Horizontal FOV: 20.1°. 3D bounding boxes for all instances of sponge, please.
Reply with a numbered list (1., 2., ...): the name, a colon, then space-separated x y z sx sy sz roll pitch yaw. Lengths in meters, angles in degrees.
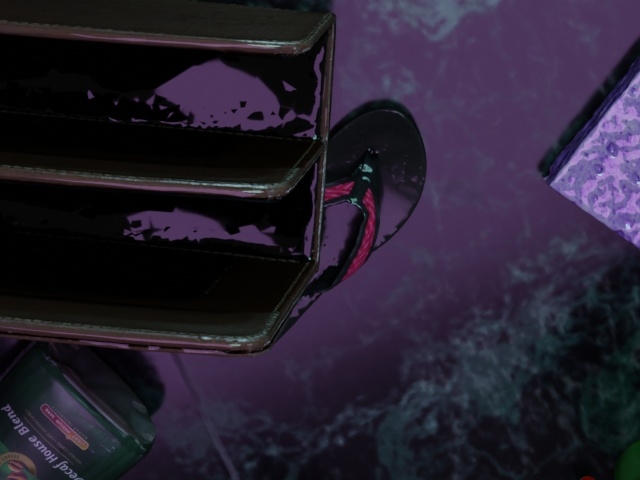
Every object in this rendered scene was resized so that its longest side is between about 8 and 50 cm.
1. sponge: 0.240 -0.082 1.049 0.117 0.031 0.210 36 101 -9

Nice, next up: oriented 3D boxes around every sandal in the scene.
1. sandal: 0.000 0.000 1.062 0.067 0.040 0.179 39 101 -8

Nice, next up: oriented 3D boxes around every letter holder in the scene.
1. letter holder: -0.158 -0.046 0.940 0.302 0.214 0.152 6 104 7

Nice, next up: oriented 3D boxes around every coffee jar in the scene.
1. coffee jar: -0.193 0.146 1.078 0.184 0.079 0.096 -44 100 10

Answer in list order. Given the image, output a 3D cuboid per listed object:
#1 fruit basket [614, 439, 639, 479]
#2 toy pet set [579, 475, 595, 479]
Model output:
1. fruit basket: 0.362 0.191 0.944 0.392 0.392 0.283 43 94 -10
2. toy pet set: 0.178 0.225 1.123 0.122 0.065 0.114 31 67 -11
